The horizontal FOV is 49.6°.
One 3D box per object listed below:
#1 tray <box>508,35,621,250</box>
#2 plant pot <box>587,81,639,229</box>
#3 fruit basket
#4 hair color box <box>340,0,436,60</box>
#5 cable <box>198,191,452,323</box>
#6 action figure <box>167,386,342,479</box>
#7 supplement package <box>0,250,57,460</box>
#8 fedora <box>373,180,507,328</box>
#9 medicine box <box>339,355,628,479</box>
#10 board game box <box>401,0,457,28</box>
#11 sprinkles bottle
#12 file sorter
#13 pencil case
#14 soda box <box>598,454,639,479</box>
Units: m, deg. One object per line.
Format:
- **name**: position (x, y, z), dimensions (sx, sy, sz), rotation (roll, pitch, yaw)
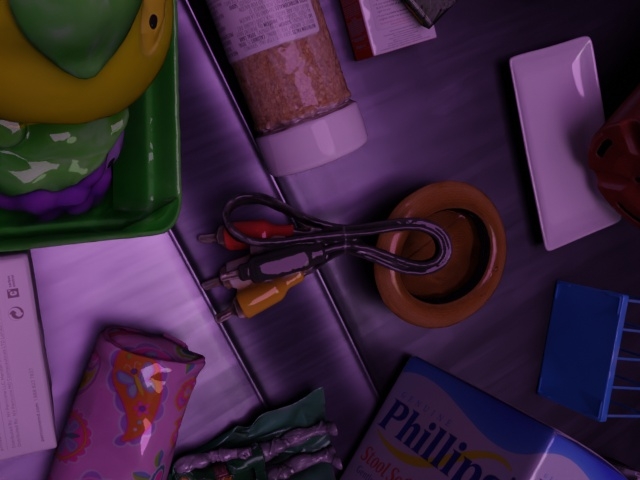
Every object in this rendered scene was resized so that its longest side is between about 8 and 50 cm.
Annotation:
- **tray**: position (0.338, -0.134, 0.966), dimensions (0.145, 0.030, 0.271), rotation (-19, 103, -19)
- **plant pot**: position (0.517, -0.149, 0.906), dimensions (0.265, 0.272, 0.272), rotation (-41, 109, -14)
- **fruit basket**: position (-0.201, -0.174, 0.529), dimensions (0.282, 0.391, 0.393), rotation (-9, 101, -53)
- **hair color box**: position (0.069, -0.309, 0.821), dimensions (0.093, 0.053, 0.167), rotation (-21, 105, -20)
- **cable**: position (0.000, 0.000, 0.792), dimensions (0.287, 0.072, 0.140), rotation (-12, 89, -7)
- **action figure**: position (-0.090, 0.271, 0.818), dimensions (0.232, 0.063, 0.137), rotation (-14, 104, -17)
- **supplement package**: position (-0.397, 0.107, 0.603), dimensions (0.292, 0.177, 0.176), rotation (-9, 100, -21)
- **fedora**: position (0.141, 0.015, 0.872), dimensions (0.194, 0.079, 0.195), rotation (-2, 96, -23)
- **medicine box**: position (0.154, 0.323, 0.808), dimensions (0.149, 0.263, 0.289), rotation (34, 83, -27)
- **board game box**: position (0.083, -0.372, 0.745), dimensions (0.136, 0.030, 0.259), rotation (-43, 116, 10)
- **sprinkles bottle**: position (-0.060, -0.251, 0.735), dimensions (0.121, 0.121, 0.356), rotation (-25, 105, -18)
- **file sorter**: position (0.399, 0.154, 0.977), dimensions (0.104, 0.118, 0.171), rotation (8, 93, -26)
- **pencil case**: position (-0.217, 0.237, 0.731), dimensions (0.124, 0.124, 0.284), rotation (17, 90, -23)
- **soda box**: position (0.394, 0.344, 1.026), dimensions (0.168, 0.060, 0.053), rotation (21, 87, -23)
